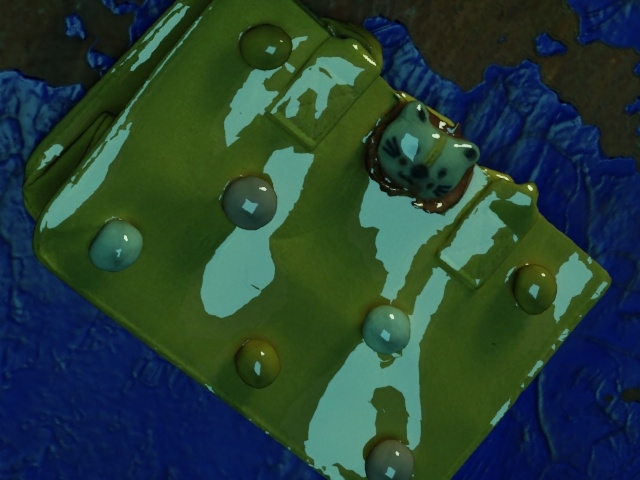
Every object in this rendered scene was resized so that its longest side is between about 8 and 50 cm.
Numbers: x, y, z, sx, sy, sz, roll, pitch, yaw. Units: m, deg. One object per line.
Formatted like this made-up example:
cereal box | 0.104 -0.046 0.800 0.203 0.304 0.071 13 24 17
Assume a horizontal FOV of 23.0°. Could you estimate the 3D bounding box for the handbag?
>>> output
handbag | 0.000 0.000 1.186 0.401 0.133 0.283 41 93 -20
